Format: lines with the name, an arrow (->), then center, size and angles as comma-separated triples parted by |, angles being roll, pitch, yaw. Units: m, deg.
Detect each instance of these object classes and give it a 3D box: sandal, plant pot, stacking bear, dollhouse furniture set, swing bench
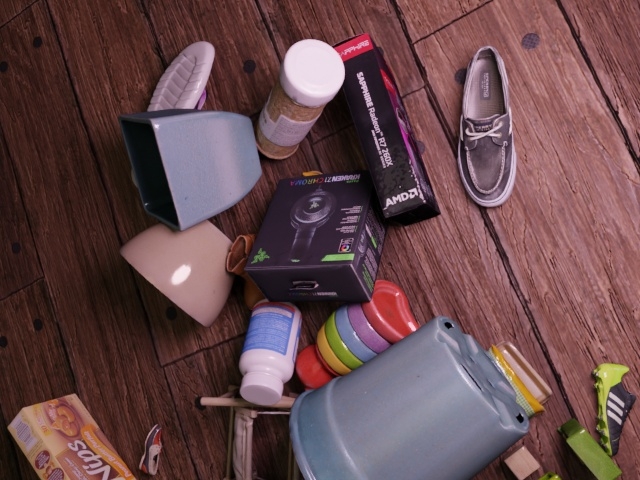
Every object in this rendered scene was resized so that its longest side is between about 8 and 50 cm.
sandal -> -0.375, -0.319, 1.495 | 0.169, 0.102, 0.416 | 27, 93, 37
plant pot -> 0.176, 0.337, 1.076 | 0.334, 0.341, 0.341 | -43, 74, 17
stacking bear -> 0.062, 0.234, 1.269 | 0.289, 0.164, 0.175 | -42, 50, 25
plant pot -> -0.287, -0.194, 1.342 | 0.247, 0.252, 0.247 | 20, 125, 52
dollhouse furniture set -> 0.387, 0.367, 1.122 | 0.198, 0.151, 0.301 | -41, 74, 8
swing bench -> -0.137, 0.489, 1.338 | 0.255, 0.165, 0.253 | 2, 88, 16
plant pot -> -0.313, 0.047, 1.382 | 0.284, 0.284, 0.191 | 37, 80, 19

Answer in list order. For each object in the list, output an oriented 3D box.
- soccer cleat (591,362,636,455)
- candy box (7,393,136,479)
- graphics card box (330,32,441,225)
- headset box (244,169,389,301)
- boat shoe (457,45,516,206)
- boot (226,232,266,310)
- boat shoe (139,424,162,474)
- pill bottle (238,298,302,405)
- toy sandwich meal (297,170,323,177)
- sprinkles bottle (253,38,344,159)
soccer cleat -> 0.576, 0.330, 1.113 | 0.073, 0.060, 0.178 | -3, 87, 9
candy box -> -0.662, 0.572, 1.528 | 0.316, 0.183, 0.087 | 47, 105, 17
graphics card box -> 0.144, -0.221, 1.209 | 0.094, 0.233, 0.370 | -19, 80, 17
headset box -> 0.000, 0.000, 1.231 | 0.247, 0.131, 0.282 | -2, 50, 26
boat shoe -> 0.337, -0.238, 1.193 | 0.121, 0.119, 0.334 | -5, 86, 21
boot -> -0.175, 0.075, 1.368 | 0.073, 0.152, 0.196 | 11, 92, 21
boat shoe -> -0.441, 0.555, 1.514 | 0.043, 0.049, 0.136 | 20, 98, 18
pill bottle -> -0.116, 0.252, 1.297 | 0.124, 0.124, 0.221 | -12, 42, 21
toy sandwich meal -> -0.023, -0.131, 1.381 | 0.086, 0.029, 0.085 | -1, 88, 22
sprinkles bottle -> -0.059, -0.289, 1.235 | 0.121, 0.355, 0.121 | 4, 76, -16
